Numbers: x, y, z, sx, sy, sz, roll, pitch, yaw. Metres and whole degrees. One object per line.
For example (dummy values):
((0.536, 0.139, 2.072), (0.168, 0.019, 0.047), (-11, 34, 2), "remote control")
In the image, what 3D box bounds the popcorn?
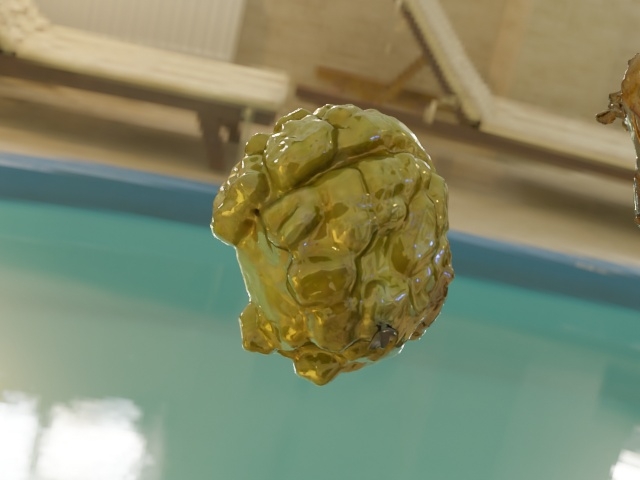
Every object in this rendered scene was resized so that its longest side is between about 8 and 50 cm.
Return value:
((0.010, 0.003, 0.895), (0.142, 0.173, 0.173), (17, 17, 17), "popcorn")

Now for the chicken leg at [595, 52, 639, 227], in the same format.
((0.312, -0.083, 1.356), (0.085, 0.207, 0.101), (-5, 9, -45), "chicken leg")
